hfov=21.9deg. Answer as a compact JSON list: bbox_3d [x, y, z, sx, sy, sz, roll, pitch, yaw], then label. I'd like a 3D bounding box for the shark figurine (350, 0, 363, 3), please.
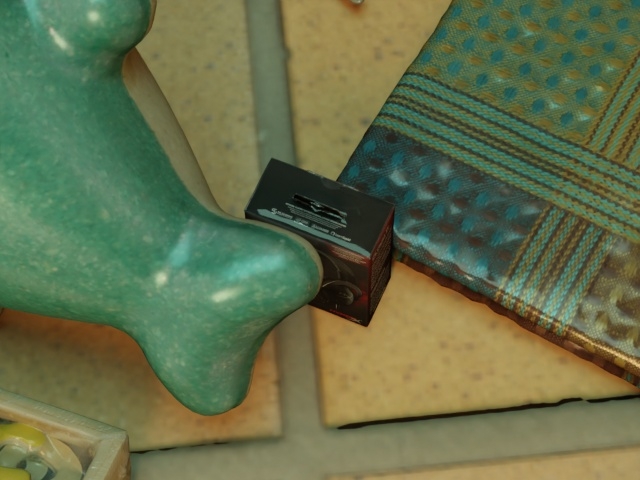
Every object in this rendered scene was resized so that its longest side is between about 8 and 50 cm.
[{"bbox_3d":[0.081,-0.248,0.849,0.278,0.116,0.166,-21,40,16],"label":"shark figurine"}]

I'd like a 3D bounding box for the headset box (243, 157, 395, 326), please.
[{"bbox_3d":[0.000,0.000,0.759,0.062,0.083,0.032,21,66,10],"label":"headset box"}]

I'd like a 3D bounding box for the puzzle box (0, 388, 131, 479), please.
[{"bbox_3d":[-0.316,0.133,0.679,0.408,0.052,0.272,16,49,9],"label":"puzzle box"}]

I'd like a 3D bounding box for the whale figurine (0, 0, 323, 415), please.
[{"bbox_3d":[-0.135,-0.026,0.707,0.272,0.216,0.141,40,35,6],"label":"whale figurine"}]

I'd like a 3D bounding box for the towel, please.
[{"bbox_3d":[0.205,-0.096,0.828,0.271,0.040,0.370,28,69,14],"label":"towel"}]
